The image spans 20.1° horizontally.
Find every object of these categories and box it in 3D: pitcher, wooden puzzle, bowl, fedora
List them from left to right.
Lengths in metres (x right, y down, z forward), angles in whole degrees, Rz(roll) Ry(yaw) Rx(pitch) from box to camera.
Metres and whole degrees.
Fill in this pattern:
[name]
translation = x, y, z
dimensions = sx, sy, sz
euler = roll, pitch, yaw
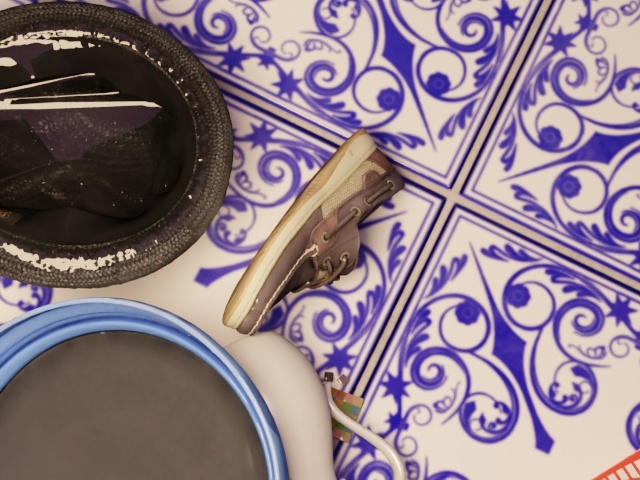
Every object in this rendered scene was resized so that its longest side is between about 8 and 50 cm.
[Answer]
[fedora]
translation = -0.257, -0.085, 1.871
dimensions = 0.334, 0.152, 0.334
euler = 1, 77, -4
[bowl]
translation = -0.212, 0.251, 1.771
dimensions = 0.391, 0.077, 0.391
euler = -1, 86, 17
[pitcher]
translation = -0.020, 0.195, 1.841
dimensions = 0.177, 0.125, 0.207
euler = -17, 75, -27
[wooden puzzle]
translation = 0.015, 0.181, 1.901
dimensions = 0.049, 0.006, 0.083
euler = 20, 77, 1

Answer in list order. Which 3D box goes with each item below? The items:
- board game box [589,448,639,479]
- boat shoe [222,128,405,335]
[board game box]
translation = 0.345, 0.320, 1.860
dimensions = 0.146, 0.045, 0.193
euler = -31, 73, -10
[boat shoe]
translation = 0.000, 0.000, 1.868
dimensions = 0.092, 0.103, 0.285
euler = 38, 52, -2
